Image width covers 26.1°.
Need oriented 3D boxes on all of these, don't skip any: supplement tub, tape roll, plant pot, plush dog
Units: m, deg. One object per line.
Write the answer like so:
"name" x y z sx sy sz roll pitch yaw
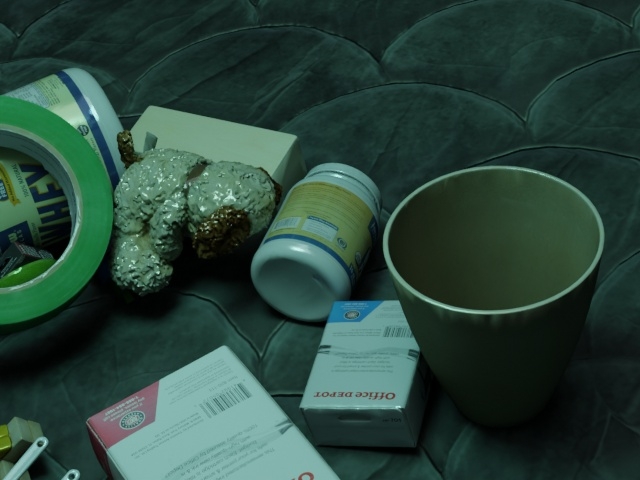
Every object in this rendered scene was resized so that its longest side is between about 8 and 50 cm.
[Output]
"supplement tub" -0.458 -0.097 2.059 0.324 0.235 0.235 -26 44 -17
"tape roll" -0.445 -0.035 1.874 0.321 0.077 0.321 5 73 -16
"supplement tub" 0.000 0.000 1.934 0.144 0.144 0.200 8 45 19
"plant pot" 0.218 0.094 1.693 0.256 0.274 0.257 -6 41 5
"plush dog" -0.169 -0.059 1.949 0.225 0.211 0.262 3 30 21

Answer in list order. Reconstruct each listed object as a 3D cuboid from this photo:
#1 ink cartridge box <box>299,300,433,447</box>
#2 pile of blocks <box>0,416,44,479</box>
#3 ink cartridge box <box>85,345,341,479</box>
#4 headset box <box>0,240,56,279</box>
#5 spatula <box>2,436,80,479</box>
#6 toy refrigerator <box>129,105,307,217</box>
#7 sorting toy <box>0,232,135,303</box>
"ink cartridge box" 0.068 0.169 1.773 0.139 0.082 0.191 -1 43 20
"pile of blocks" -0.509 0.313 1.682 0.362 0.149 0.113 -20 45 -12
"ink cartridge box" -0.125 0.287 1.661 0.207 0.117 0.283 -27 44 -19
"headset box" -0.433 0.039 2.001 0.062 0.083 0.032 -50 58 12
"spatula" -0.366 0.356 1.640 0.168 0.019 0.242 31 70 23
"toy refrigerator" -0.166 -0.121 2.142 0.269 0.094 0.102 13 53 24
"sorting toy" -0.417 0.120 1.939 0.365 0.127 0.126 -28 74 -23
